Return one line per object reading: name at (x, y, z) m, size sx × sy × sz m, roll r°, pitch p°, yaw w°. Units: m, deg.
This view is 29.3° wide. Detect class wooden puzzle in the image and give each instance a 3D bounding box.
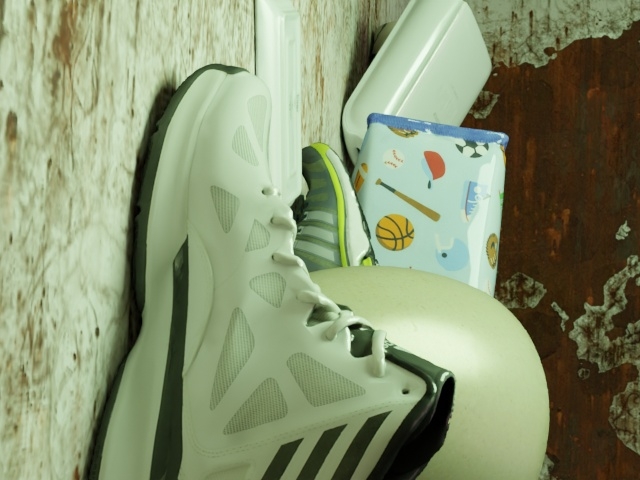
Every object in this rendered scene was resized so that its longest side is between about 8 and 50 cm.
wooden puzzle at (-0.026, -0.027, 1.619) m, size 0.083 × 0.006 × 0.049 m, roll -78°, pitch 166°, yaw -46°

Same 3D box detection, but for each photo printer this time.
photo printer at (0.156, -0.232, 2.024) m, size 0.307 × 0.107 × 0.256 m, roll -58°, pitch 153°, yaw -10°

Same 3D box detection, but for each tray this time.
tray at (-0.045, -0.155, 1.425) m, size 0.145 × 0.030 × 0.270 m, roll -50°, pitch 141°, yaw -75°

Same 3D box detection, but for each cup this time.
cup at (0.023, 0.158, 1.197) m, size 0.237 × 0.331 × 0.331 m, roll 30°, pitch 58°, yaw -48°

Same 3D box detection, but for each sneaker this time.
sneaker at (0.000, 0.000, 1.507) m, size 0.111 × 0.121 × 0.299 m, roll 68°, pitch 6°, yaw -50°
sneaker at (-0.016, 0.061, 0.979) m, size 0.169 × 0.258 × 0.447 m, roll 71°, pitch 23°, yaw -63°

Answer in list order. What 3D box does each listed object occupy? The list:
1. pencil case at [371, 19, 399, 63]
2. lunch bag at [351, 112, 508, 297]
pencil case at (0.178, -0.213, 2.231) m, size 0.160 × 0.184 × 0.410 m, roll 33°, pitch 59°, yaw -78°
lunch bag at (0.133, 0.042, 1.768) m, size 0.385 × 0.239 × 0.327 m, roll 110°, pitch -9°, yaw -71°
